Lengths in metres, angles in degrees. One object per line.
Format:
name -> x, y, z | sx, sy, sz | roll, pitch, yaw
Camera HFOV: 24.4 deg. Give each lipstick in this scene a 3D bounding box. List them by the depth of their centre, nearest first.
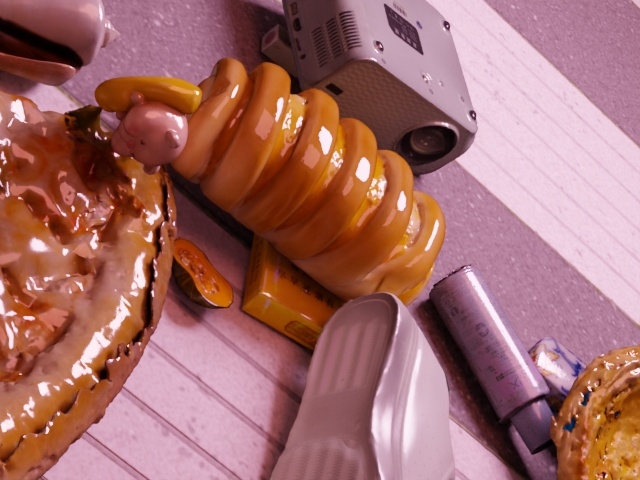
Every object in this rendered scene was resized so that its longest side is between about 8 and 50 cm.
lipstick -> -0.012, -0.202, 1.731 | 0.129, 0.030, 0.030 | 34, 38, -29

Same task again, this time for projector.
projector -> 0.072, -0.216, 1.736 | 0.250, 0.108, 0.198 | 31, 39, -46

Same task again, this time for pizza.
pizza -> -0.252, -0.016, 1.260 | 0.392, 0.080, 0.435 | -16, 73, -53

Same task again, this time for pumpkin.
pumpkin -> -0.119, 0.036, 1.403 | 0.083, 0.028, 0.050 | 58, 31, 10

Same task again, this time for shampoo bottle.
shampoo bottle -> 0.196, 0.133, 1.631 | 0.072, 0.072, 0.214 | -9, 64, -51

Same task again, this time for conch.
conch -> -0.274, -0.202, 1.390 | 0.176, 0.094, 0.104 | 8, 95, -39

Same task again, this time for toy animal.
toy animal -> -0.160, -0.102, 1.325 | 0.091, 0.114, 0.082 | 5, 84, -20

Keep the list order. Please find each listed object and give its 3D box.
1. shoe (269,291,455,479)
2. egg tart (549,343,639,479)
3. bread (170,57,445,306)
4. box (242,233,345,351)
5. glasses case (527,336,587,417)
shoe -> 0.051, 0.228, 1.354 | 0.160, 0.132, 0.363 | 49, 36, -33
egg tart -> 0.349, 0.252, 1.605 | 0.291, 0.107, 0.291 | 5, 77, -24
bread -> 0.002, -0.059, 1.469 | 0.311, 0.121, 0.173 | 36, 39, -21
box -> 0.000, 0.000, 1.552 | 0.152, 0.043, 0.269 | 34, 39, -24
glasses case -> 0.322, 0.216, 1.699 | 0.248, 0.065, 0.087 | 47, 40, -5
